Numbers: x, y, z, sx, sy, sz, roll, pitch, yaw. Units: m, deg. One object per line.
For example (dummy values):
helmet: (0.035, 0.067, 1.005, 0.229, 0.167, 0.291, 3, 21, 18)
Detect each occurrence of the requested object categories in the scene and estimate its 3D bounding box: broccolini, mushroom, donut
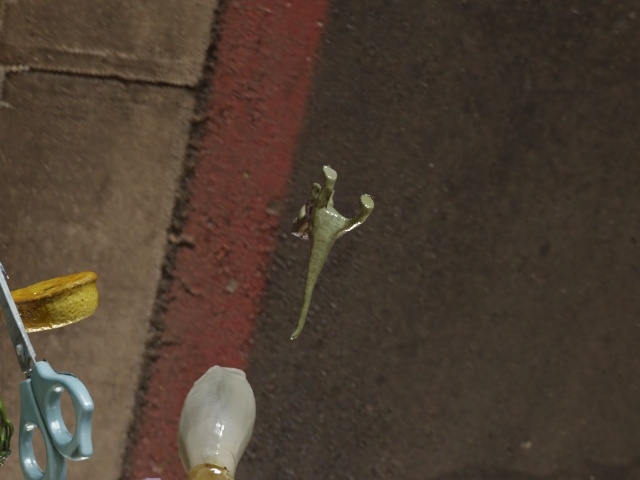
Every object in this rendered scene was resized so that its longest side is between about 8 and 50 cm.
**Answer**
broccolini: (-0.431, 0.215, 1.536, 0.052, 0.054, 0.194, -9, 105, -19)
mushroom: (-0.168, 0.320, 1.927, 0.128, 0.350, 0.128, -1, 119, -1)
donut: (-0.394, 0.091, 1.723, 0.152, 0.152, 0.058, -16, 101, -24)

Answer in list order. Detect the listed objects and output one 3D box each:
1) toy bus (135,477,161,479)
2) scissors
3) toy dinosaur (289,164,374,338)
toy bus: (-0.222, 0.454, 1.531, 0.090, 0.274, 0.112, -14, 149, 19)
scissors: (-0.386, 0.162, 1.574, 0.029, 0.360, 0.191, 2, 138, -40)
toy dinosaur: (0.004, 0.001, 1.823, 0.072, 0.251, 0.200, 13, 128, -27)
